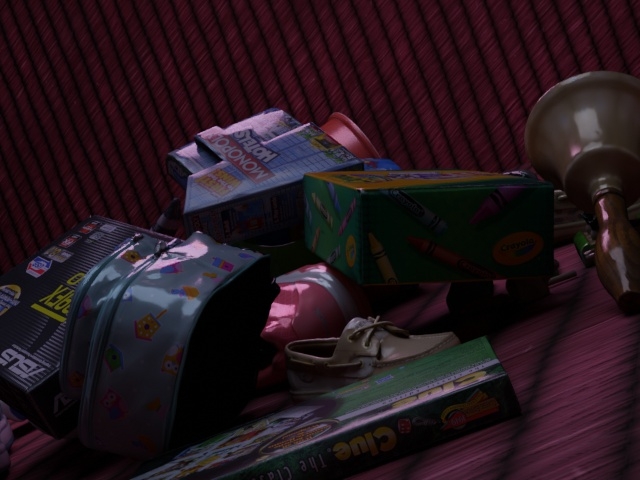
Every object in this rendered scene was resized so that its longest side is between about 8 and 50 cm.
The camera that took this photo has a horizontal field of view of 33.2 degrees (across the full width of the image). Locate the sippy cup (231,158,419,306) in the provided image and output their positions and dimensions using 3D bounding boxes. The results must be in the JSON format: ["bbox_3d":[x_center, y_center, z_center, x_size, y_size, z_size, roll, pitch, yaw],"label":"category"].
[{"bbox_3d":[0.000,0.000,1.305,0.224,0.240,0.305,-11,41,-4],"label":"sippy cup"}]

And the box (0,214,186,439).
[{"bbox_3d":[-0.237,0.071,1.050,0.216,0.060,0.270,-37,28,-26],"label":"box"}]

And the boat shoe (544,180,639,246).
[{"bbox_3d":[0.295,-0.052,1.231,0.285,0.089,0.104,-20,3,19],"label":"boat shoe"}]

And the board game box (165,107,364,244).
[{"bbox_3d":[-0.085,-0.069,1.167,0.194,0.060,0.194,-26,44,-24],"label":"board game box"}]

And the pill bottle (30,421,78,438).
[{"bbox_3d":[-0.254,0.144,1.198,0.121,0.121,0.221,-21,3,4],"label":"pill bottle"}]

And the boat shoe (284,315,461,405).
[{"bbox_3d":[0.033,0.087,0.814,0.170,0.059,0.063,-19,4,40],"label":"boat shoe"}]

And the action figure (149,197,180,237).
[{"bbox_3d":[-0.270,0.083,1.732,0.330,0.178,0.341,-35,-10,33],"label":"action figure"}]

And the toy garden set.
[{"bbox_3d":[0.230,0.007,1.015,0.244,0.049,0.204,-20,3,11],"label":"toy garden set"}]

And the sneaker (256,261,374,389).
[{"bbox_3d":[-0.099,0.096,1.062,0.314,0.116,0.136,-18,6,44],"label":"sneaker"}]

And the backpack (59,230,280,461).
[{"bbox_3d":[-0.122,0.084,0.842,0.144,0.166,0.188,16,18,5],"label":"backpack"}]

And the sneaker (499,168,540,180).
[{"bbox_3d":[0.204,-0.026,1.499,0.130,0.087,0.227,-26,3,-43],"label":"sneaker"}]

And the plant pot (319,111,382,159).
[{"bbox_3d":[-0.024,-0.040,1.850,0.265,0.272,0.272,-29,4,-11],"label":"plant pot"}]

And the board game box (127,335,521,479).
[{"bbox_3d":[-0.005,0.127,0.687,0.259,0.030,0.136,-21,1,6],"label":"board game box"}]

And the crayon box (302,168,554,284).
[{"bbox_3d":[0.086,-0.020,0.988,0.165,0.081,0.278,-3,7,-10],"label":"crayon box"}]

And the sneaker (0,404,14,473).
[{"bbox_3d":[-0.422,0.165,1.155,0.127,0.208,0.319,-21,4,-15],"label":"sneaker"}]

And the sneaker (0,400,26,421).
[{"bbox_3d":[-0.320,0.180,1.470,0.296,0.112,0.131,-22,24,-35],"label":"sneaker"}]

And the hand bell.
[{"bbox_3d":[0.230,-0.023,0.850,0.126,0.126,0.242,-20,31,21],"label":"hand bell"}]
